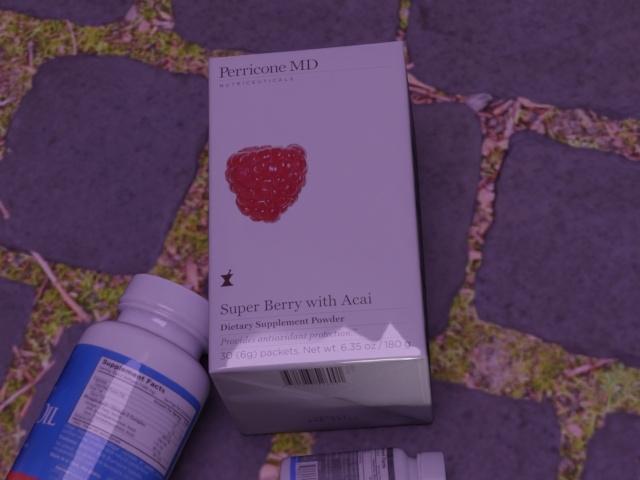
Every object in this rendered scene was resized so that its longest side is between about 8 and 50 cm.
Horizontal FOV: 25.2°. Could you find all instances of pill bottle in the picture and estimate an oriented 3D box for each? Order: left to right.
[{"bbox_3d":[-0.169,0.146,1.221,0.124,0.124,0.221,20,68,14],"label":"pill bottle"},{"bbox_3d":[0.038,0.214,1.193,0.137,0.078,0.078,-5,65,3],"label":"pill bottle"}]

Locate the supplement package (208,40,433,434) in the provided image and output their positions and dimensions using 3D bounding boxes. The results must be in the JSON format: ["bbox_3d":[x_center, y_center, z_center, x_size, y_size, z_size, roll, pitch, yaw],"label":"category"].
[{"bbox_3d":[0.000,0.000,1.241,0.177,0.175,0.293,-5,65,5],"label":"supplement package"}]
